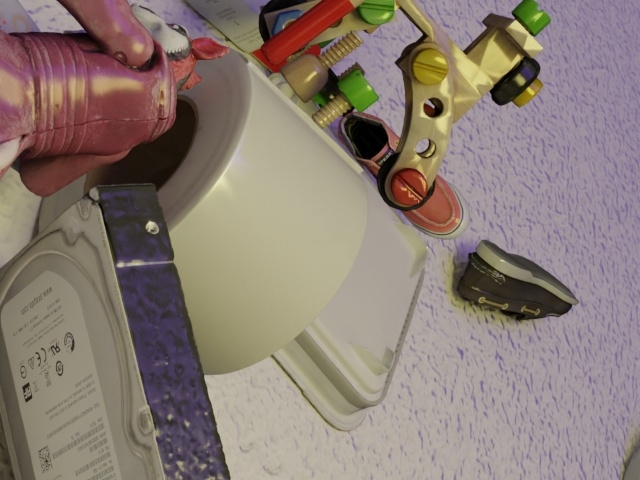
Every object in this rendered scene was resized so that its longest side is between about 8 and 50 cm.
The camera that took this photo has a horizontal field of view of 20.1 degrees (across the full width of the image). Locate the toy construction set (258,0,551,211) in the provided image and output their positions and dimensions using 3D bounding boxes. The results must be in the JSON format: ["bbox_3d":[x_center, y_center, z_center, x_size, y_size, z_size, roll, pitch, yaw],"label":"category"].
[{"bbox_3d":[0.087,-0.196,1.725,0.257,0.237,0.309,55,6,15],"label":"toy construction set"}]

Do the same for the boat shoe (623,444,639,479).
[{"bbox_3d":[0.450,0.375,2.307,0.119,0.121,0.335,52,48,-38],"label":"boat shoe"}]

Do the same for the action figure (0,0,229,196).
[{"bbox_3d":[-0.223,-0.119,1.398,0.370,0.248,0.276,-11,38,-30],"label":"action figure"}]

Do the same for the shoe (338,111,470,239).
[{"bbox_3d":[0.087,-0.072,1.981,0.178,0.063,0.081,48,8,31],"label":"shoe"}]

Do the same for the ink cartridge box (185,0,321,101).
[{"bbox_3d":[-0.049,-0.317,1.980,0.239,0.060,0.275,38,45,-37],"label":"ink cartridge box"}]

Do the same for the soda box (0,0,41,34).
[{"bbox_3d":[-0.312,-0.211,1.547,0.183,0.058,0.063,55,36,-22],"label":"soda box"}]

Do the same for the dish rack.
[{"bbox_3d":[0.000,0.000,1.877,0.333,0.072,0.285,50,39,-26],"label":"dish rack"}]

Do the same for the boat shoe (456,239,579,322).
[{"bbox_3d":[0.238,0.059,2.190,0.081,0.069,0.227,42,11,36],"label":"boat shoe"}]

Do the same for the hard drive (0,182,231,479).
[{"bbox_3d":[-0.165,0.154,1.385,0.064,0.237,0.339,-5,73,-36],"label":"hard drive"}]

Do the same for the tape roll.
[{"bbox_3d":[-0.103,-0.027,1.583,0.169,0.246,0.246,42,43,-35],"label":"tape roll"}]
